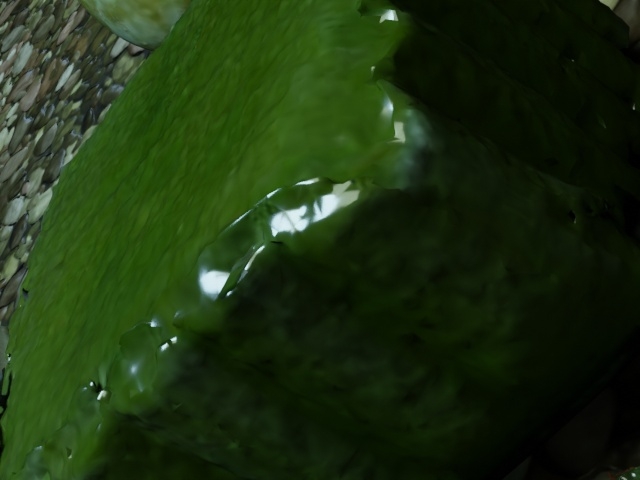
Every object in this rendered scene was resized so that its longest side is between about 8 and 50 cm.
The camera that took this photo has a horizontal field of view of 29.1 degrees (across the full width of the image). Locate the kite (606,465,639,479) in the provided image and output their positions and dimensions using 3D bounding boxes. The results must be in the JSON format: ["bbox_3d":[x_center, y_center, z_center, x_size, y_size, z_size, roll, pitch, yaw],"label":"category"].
[{"bbox_3d":[0.198,0.061,0.494,0.198,0.006,0.244,-25,43,39],"label":"kite"}]

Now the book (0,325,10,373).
[{"bbox_3d":[-0.286,0.267,0.774,0.428,0.039,0.300,-67,15,-1],"label":"book"}]

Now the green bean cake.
[{"bbox_3d":[0.000,0.000,0.638,0.319,0.218,0.335,-42,28,33],"label":"green bean cake"}]

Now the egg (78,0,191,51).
[{"bbox_3d":[-0.123,-0.289,1.015,0.238,0.238,0.289,-28,50,36],"label":"egg"}]
